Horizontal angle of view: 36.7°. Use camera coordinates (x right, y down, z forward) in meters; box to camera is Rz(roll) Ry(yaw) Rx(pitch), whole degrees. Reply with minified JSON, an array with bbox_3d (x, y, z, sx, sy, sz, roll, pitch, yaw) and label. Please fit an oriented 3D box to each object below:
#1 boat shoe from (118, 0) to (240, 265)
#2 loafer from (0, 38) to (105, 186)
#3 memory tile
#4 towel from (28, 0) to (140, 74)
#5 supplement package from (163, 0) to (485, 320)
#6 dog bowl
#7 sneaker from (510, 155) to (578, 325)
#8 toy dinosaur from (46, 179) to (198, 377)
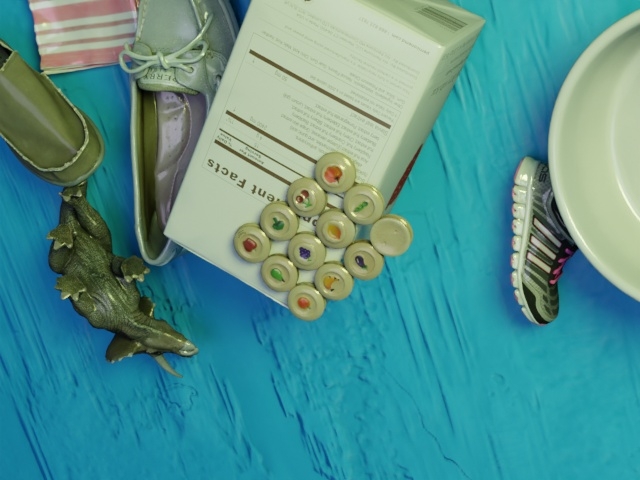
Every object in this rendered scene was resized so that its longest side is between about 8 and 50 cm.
[{"bbox_3d":[-0.154,-0.131,1.030,0.118,0.103,0.320,14,113,19],"label":"boat shoe"},{"bbox_3d":[-0.344,-0.155,1.079,0.251,0.087,0.094,41,86,18],"label":"loafer"},{"bbox_3d":[0.000,0.000,0.862,0.148,0.012,0.113,-39,95,27],"label":"memory tile"},{"bbox_3d":[-0.270,-0.289,1.068,0.144,0.029,0.197,-4,106,24],"label":"towel"},{"bbox_3d":[0.004,-0.108,0.928,0.175,0.177,0.292,30,118,9],"label":"supplement package"},{"bbox_3d":[0.329,-0.071,0.795,0.265,0.104,0.264,19,118,40],"label":"dog bowl"},{"bbox_3d":[0.229,0.003,0.935,0.075,0.063,0.170,3,105,29],"label":"sneaker"},{"bbox_3d":[-0.270,0.028,1.124,0.313,0.121,0.160,52,156,14],"label":"toy dinosaur"}]
